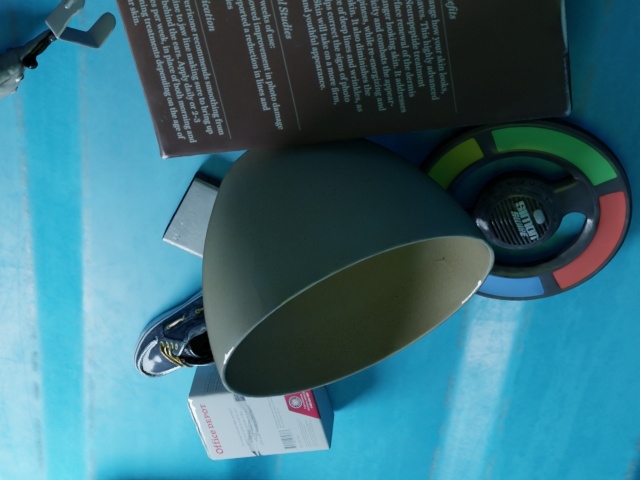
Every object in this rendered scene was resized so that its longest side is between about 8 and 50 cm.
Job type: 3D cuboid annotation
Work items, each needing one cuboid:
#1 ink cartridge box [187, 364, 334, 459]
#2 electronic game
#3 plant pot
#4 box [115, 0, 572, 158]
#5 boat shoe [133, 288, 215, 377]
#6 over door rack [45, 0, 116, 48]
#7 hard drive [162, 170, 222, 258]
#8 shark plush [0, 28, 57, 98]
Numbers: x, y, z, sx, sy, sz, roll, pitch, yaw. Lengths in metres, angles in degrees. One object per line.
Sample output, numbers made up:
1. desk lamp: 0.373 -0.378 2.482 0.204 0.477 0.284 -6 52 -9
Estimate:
1. ink cartridge box: -0.070 0.197 1.436 0.151 0.063 0.109 -7 125 12
2. electronic game: 0.205 -0.029 1.248 0.229 0.048 0.229 3 126 4
3. plant pot: 0.000 0.000 1.181 0.284 0.191 0.284 -22 156 -10
4. box: 0.025 -0.203 1.087 0.382 0.143 0.191 -4 125 11
5. boat shoe: -0.157 0.118 1.375 0.065 0.083 0.183 38 122 -20
6. over door rack: -0.198 -0.345 0.947 0.239 0.108 0.324 53 125 22
7. hard drive: -0.092 -0.010 1.311 0.135 0.022 0.094 24 125 -12
8. shark plush: -0.337 -0.173 1.202 0.161 0.073 0.067 -22 91 26
